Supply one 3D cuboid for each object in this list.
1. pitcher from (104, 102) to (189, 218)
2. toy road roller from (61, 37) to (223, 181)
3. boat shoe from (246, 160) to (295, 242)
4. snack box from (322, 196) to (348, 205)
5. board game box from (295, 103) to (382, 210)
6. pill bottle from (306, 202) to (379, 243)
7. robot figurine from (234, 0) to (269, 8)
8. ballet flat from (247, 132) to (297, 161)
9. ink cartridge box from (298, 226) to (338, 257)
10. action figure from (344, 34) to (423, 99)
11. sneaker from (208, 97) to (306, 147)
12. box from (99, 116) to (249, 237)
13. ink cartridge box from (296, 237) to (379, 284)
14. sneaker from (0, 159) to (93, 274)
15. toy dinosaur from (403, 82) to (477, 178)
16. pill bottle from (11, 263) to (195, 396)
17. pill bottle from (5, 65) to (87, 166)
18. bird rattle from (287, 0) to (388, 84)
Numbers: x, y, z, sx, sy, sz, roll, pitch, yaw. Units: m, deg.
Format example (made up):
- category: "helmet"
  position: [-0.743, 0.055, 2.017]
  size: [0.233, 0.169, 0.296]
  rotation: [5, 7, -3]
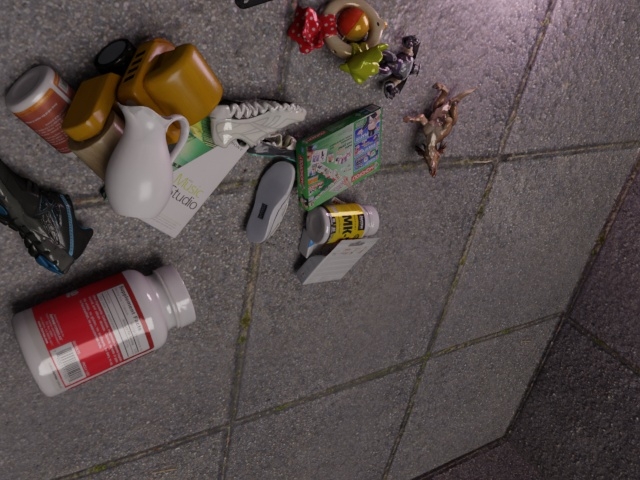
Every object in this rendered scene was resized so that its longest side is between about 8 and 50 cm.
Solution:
- category: "pitcher"
  position: [-0.329, -0.152, 1.195]
  size: [0.178, 0.126, 0.207]
  rotation: [-5, 107, -58]
- category: "toy road roller"
  position: [-0.353, -0.280, 1.280]
  size: [0.241, 0.329, 0.202]
  rotation: [-7, 143, 25]
- category: "boat shoe"
  position: [-0.137, -0.114, 1.764]
  size: [0.258, 0.095, 0.084]
  rotation: [-61, 164, 20]
- category: "snack box"
  position: [0.075, -0.089, 1.981]
  size: [0.178, 0.022, 0.064]
  rotation: [26, 103, -45]
- category: "board game box"
  position: [0.060, -0.245, 1.784]
  size: [0.317, 0.046, 0.213]
  rotation: [-32, 138, -34]
- category: "pill bottle"
  position: [0.071, -0.055, 1.901]
  size: [0.209, 0.119, 0.119]
  rotation: [-7, 125, -32]
- category: "robot figurine"
  position: [-0.151, -0.627, 1.286]
  size: [0.278, 0.173, 0.209]
  rotation: [-29, 91, -18]
- category: "ballet flat"
  position: [-0.108, -0.258, 1.680]
  size: [0.203, 0.074, 0.074]
  rotation: [4, 118, -37]
- category: "ink cartridge box"
  position: [0.000, 0.000, 1.969]
  size: [0.123, 0.052, 0.088]
  rotation: [-10, 127, -34]
- category: "action figure"
  position: [0.194, -0.494, 1.717]
  size: [0.285, 0.099, 0.185]
  rotation: [-3, 114, -41]
- category: "sneaker"
  position: [-0.160, -0.299, 1.550]
  size: [0.292, 0.110, 0.118]
  rotation: [-13, 113, -40]
- category: "box"
  position: [-0.361, -0.183, 1.545]
  size: [0.322, 0.058, 0.232]
  rotation: [-51, 137, 3]
- category: "ink cartridge box"
  position: [0.054, 0.050, 1.976]
  size: [0.189, 0.066, 0.232]
  rotation: [-4, 141, -45]
- category: "sneaker"
  position: [-0.652, -0.079, 1.380]
  size: [0.139, 0.125, 0.340]
  rotation: [-56, 142, -31]
- category: "toy dinosaur"
  position: [0.383, -0.366, 1.950]
  size: [0.295, 0.127, 0.200]
  rotation: [-51, 146, -12]
- category: "pill bottle"
  position: [-0.545, 0.214, 1.576]
  size: [0.408, 0.229, 0.228]
  rotation: [-23, 133, -23]
- category: "pill bottle"
  position: [-0.543, -0.255, 1.302]
  size: [0.121, 0.121, 0.216]
  rotation: [-43, 137, -3]
- category: "bird rattle"
  position: [0.057, -0.523, 1.547]
  size: [0.206, 0.254, 0.143]
  rotation: [-58, -178, -17]
